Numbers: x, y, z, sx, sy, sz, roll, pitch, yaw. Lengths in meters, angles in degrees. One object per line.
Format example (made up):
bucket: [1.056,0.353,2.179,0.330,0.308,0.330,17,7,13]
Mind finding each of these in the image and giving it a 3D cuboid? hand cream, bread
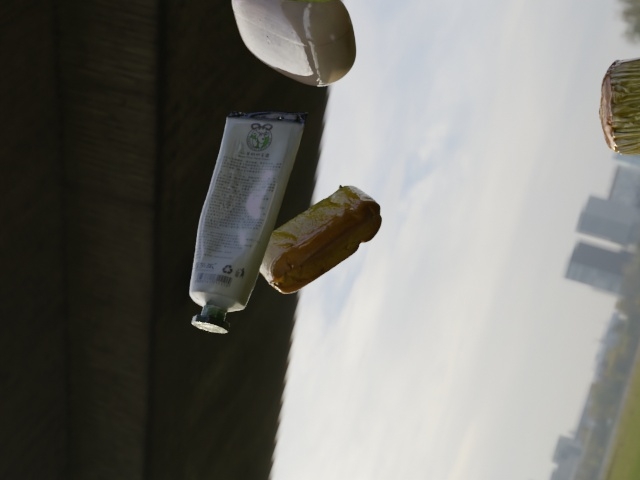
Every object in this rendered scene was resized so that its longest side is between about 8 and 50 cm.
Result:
hand cream: [-0.112,-0.035,1.626,0.076,0.121,0.336,60,-139,-65]
bread: [0.000,0.000,2.062,0.245,0.094,0.102,-33,-48,-14]
bread: [0.449,-0.190,1.622,0.190,0.114,0.132,-34,-64,-67]

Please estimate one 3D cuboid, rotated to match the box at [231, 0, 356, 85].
box: [-0.036,-0.283,1.527,0.088,0.200,0.146,-39,-41,-23]
